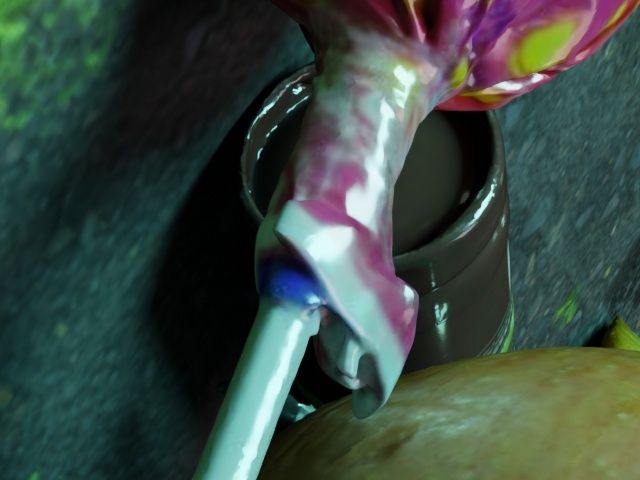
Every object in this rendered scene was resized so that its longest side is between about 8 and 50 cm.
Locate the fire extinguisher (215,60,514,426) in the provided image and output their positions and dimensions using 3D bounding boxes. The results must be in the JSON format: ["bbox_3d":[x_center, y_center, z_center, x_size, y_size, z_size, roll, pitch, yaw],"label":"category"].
[{"bbox_3d":[0.028,0.070,0.704,0.141,0.105,0.341,-37,150,-16],"label":"fire extinguisher"}]

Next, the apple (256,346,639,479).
[{"bbox_3d":[0.073,0.151,0.518,0.206,0.251,0.272,-48,-175,-33],"label":"apple"}]

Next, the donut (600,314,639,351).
[{"bbox_3d":[0.194,0.181,1.156,0.253,0.118,0.253,15,90,-82],"label":"donut"}]

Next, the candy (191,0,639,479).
[{"bbox_3d":[0.000,0.000,0.448,0.124,0.124,0.365,76,30,-58],"label":"candy"}]
